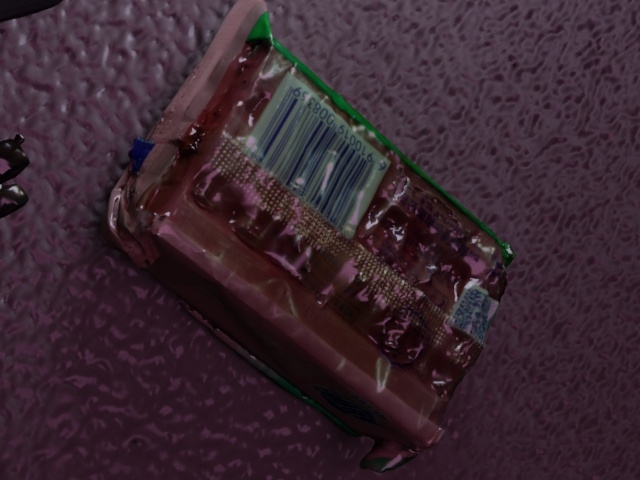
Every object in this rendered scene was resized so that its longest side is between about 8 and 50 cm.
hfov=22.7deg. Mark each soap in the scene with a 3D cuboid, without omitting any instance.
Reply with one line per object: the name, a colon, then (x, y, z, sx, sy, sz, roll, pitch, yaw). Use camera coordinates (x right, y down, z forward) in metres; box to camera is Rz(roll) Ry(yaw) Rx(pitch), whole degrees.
soap: (0.001, 0.000, 1.062, 0.273, 0.098, 0.218, 40, 72, -26)

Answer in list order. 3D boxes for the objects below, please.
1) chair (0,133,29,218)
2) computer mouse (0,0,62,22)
chair: (-0.382, -0.119, 0.674, 0.365, 0.362, 0.410, -28, 94, -10)
computer mouse: (-0.224, -0.288, 0.904, 0.188, 0.122, 0.370, -1, 95, -19)
